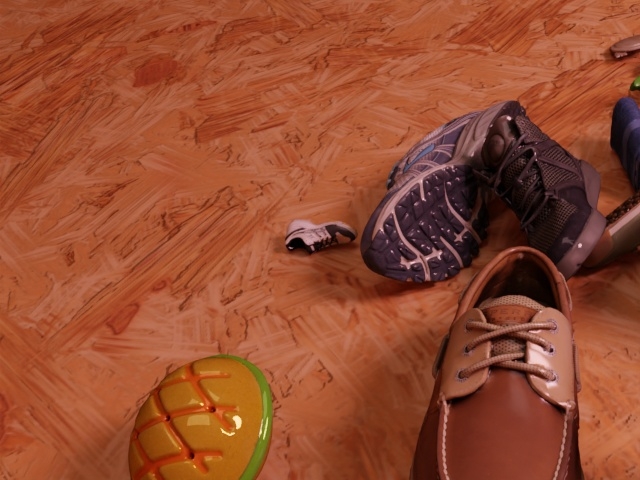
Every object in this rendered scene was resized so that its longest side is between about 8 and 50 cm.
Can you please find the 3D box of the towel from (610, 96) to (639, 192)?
[{"bbox_3d":[0.339,-0.101,1.002,0.029,0.067,0.119,-6,36,7],"label":"towel"}]

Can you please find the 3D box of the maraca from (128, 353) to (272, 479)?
[{"bbox_3d":[-0.104,0.177,0.739,0.127,0.099,0.186,7,64,39],"label":"maraca"}]

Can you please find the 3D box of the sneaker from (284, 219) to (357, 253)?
[{"bbox_3d":[0.000,0.000,1.010,0.083,0.032,0.037,0,50,27],"label":"sneaker"}]

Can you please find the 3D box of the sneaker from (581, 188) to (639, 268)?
[{"bbox_3d":[0.340,-0.019,0.887,0.192,0.086,0.064,-40,-1,4],"label":"sneaker"}]

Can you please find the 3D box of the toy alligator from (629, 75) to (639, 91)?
[{"bbox_3d":[0.462,-0.201,1.122,0.189,0.056,0.051,-22,78,-15],"label":"toy alligator"}]

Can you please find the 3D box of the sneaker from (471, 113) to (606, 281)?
[{"bbox_3d":[0.202,-0.042,0.887,0.130,0.087,0.227,34,32,-5],"label":"sneaker"}]

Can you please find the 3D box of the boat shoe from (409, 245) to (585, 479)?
[{"bbox_3d":[0.132,0.100,0.684,0.122,0.120,0.324,1,22,12],"label":"boat shoe"}]

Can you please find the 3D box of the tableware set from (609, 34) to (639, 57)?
[{"bbox_3d":[0.469,-0.263,1.205,0.168,0.020,0.141,-20,20,-5],"label":"tableware set"}]

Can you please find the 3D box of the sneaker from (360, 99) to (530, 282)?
[{"bbox_3d":[0.120,-0.046,0.993,0.122,0.110,0.283,-3,29,45],"label":"sneaker"}]
